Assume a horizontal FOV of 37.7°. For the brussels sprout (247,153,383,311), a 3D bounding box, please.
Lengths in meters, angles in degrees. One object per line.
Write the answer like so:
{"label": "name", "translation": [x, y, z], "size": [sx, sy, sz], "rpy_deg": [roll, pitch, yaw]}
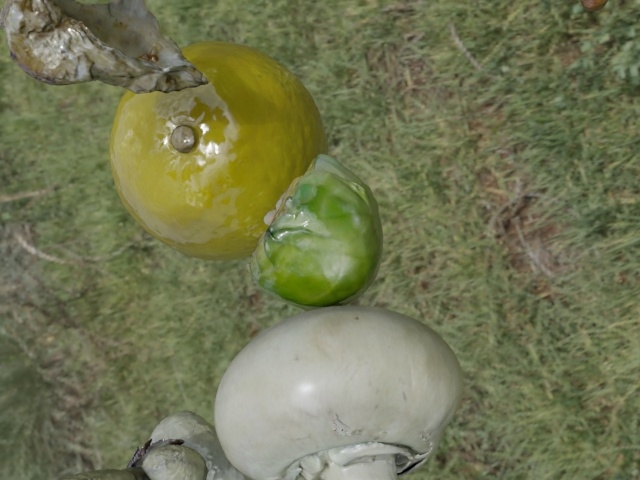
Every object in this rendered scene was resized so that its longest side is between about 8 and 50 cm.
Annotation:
{"label": "brussels sprout", "translation": [0.004, 0.003, 0.928], "size": [0.122, 0.149, 0.151], "rpy_deg": [35, -177, -7]}

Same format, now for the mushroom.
{"label": "mushroom", "translation": [0.026, 0.178, 0.912], "size": [0.246, 0.246, 0.202], "rpy_deg": [-50, 47, 49]}

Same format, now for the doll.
{"label": "doll", "translation": [-0.185, 0.256, 0.960], "size": [0.175, 0.278, 0.149], "rpy_deg": [-14, 78, 33]}

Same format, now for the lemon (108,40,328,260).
{"label": "lemon", "translation": [-0.148, -0.130, 1.380], "size": [0.348, 0.348, 0.348], "rpy_deg": [25, 122, 46]}

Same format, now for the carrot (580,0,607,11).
{"label": "carrot", "translation": [0.273, -0.268, 0.929], "size": [0.032, 0.032, 0.093], "rpy_deg": [40, 158, 37]}

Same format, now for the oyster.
{"label": "oyster", "translation": [-0.244, -0.215, 1.033], "size": [0.161, 0.232, 0.107], "rpy_deg": [46, 115, 41]}
